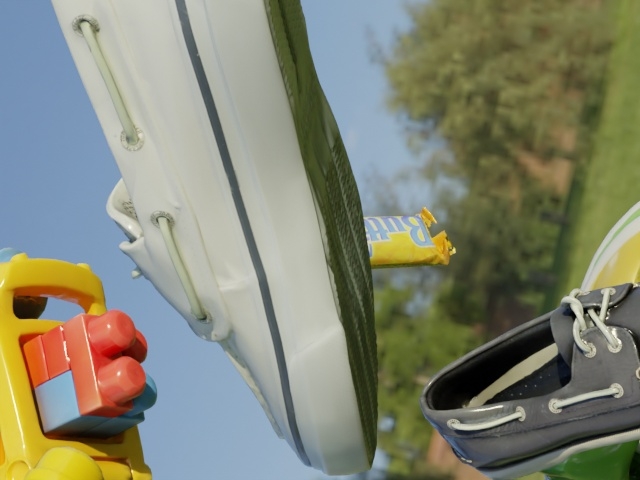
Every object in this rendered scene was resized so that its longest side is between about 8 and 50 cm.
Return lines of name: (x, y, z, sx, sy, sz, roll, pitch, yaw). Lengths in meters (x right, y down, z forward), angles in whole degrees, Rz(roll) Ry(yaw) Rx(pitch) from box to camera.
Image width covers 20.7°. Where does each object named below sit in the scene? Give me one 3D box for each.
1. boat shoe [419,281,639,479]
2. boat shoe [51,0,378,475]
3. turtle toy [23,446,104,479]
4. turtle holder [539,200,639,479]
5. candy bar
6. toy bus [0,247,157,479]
boat shoe: (0.137, 0.060, 0.882, 0.206, 0.065, 0.075, -32, 35, 35)
boat shoe: (-0.032, -0.016, 0.577, 0.083, 0.075, 0.226, -79, -20, -57)
turtle toy: (-0.088, 0.138, 0.591, 0.066, 0.130, 0.095, -21, 28, 46)
turtle holder: (0.254, 0.064, 1.120, 0.243, 0.320, 0.227, -113, 15, -55)
candy bar: (0.000, 0.000, 0.896, 0.040, 0.161, 0.018, 59, 136, 36)
toy bus: (-0.192, 0.079, 1.100, 0.149, 0.211, 0.220, 11, -125, -51)
